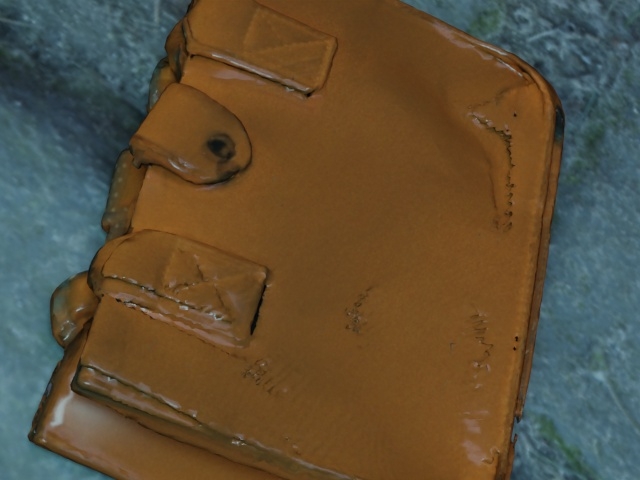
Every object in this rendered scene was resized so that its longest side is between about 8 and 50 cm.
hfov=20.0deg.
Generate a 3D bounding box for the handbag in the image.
[{"bbox_3d":[0.000,0.000,1.220,0.304,0.116,0.410,25,51,-12],"label":"handbag"}]
